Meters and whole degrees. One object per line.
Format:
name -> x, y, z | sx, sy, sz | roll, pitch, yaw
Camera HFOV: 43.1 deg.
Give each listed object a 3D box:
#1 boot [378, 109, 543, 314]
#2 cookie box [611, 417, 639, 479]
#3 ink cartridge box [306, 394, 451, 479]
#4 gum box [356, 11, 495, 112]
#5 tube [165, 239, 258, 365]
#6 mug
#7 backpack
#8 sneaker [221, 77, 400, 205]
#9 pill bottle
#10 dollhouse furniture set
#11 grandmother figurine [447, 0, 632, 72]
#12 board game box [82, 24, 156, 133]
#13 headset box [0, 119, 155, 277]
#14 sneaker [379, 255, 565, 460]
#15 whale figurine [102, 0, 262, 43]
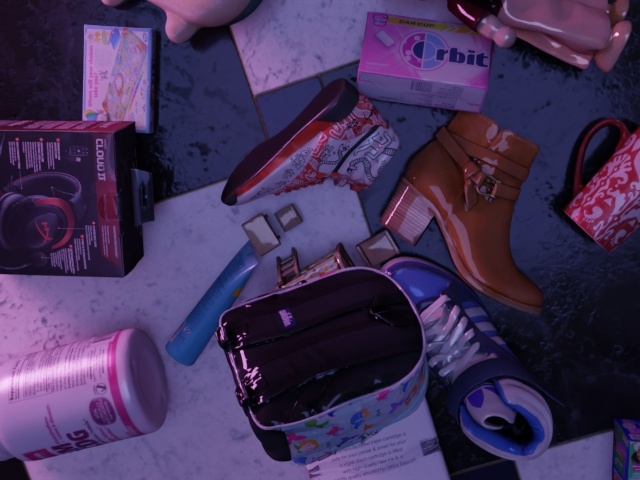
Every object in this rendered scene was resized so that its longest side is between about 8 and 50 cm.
boot -> 0.253, -0.044, 1.180 | 0.283, 0.109, 0.220 | 35, 95, 6
cookie box -> 0.468, 0.333, 1.216 | 0.040, 0.092, 0.107 | 0, 98, 7
ink cartridge box -> 0.086, 0.331, 1.230 | 0.198, 0.115, 0.272 | -16, 97, 6
gum box -> 0.151, -0.250, 1.141 | 0.188, 0.062, 0.107 | 9, 65, 3
tube -> -0.161, 0.097, 1.238 | 0.052, 0.080, 0.207 | 28, 105, -31
mug -> 0.433, -0.082, 1.166 | 0.113, 0.150, 0.169 | 32, 107, -38
backpack -> 0.017, 0.161, 1.080 | 0.253, 0.225, 0.191 | -24, 139, -4
sneaker -> -0.012, -0.102, 1.183 | 0.270, 0.090, 0.145 | -38, 119, 25
pill bottle -> -0.390, 0.241, 1.227 | 0.283, 0.160, 0.160 | -15, 97, 7
dollhouse furniture set -> 0.000, 0.000, 1.193 | 0.182, 0.101, 0.161 | -31, 95, 8
grandmother figurine -> 0.241, -0.326, 1.099 | 0.342, 0.208, 0.104 | 18, 129, -2
board game box -> -0.301, -0.241, 1.216 | 0.103, 0.026, 0.154 | 4, 99, 3
headset box -> -0.392, -0.064, 1.194 | 0.293, 0.110, 0.218 | 1, 107, 4
sneaker -> 0.204, 0.165, 1.135 | 0.130, 0.236, 0.323 | -41, 94, 8
whale figurine -> -0.189, -0.388, 1.151 | 0.272, 0.141, 0.216 | 3, 99, 28
